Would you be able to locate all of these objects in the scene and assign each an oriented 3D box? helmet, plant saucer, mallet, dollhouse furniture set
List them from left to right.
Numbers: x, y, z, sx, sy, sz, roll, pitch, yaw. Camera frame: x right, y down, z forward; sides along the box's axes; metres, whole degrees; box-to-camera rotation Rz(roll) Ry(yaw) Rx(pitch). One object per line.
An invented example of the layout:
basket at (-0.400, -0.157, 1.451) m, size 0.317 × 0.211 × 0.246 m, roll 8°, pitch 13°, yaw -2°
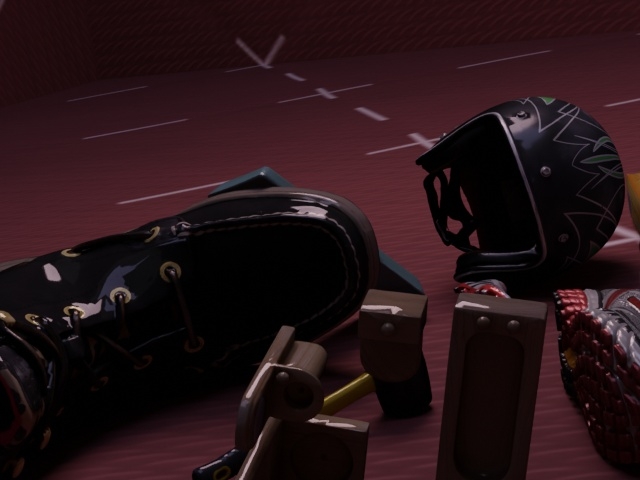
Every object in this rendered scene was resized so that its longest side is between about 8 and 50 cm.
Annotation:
mallet at (-0.001, 0.122, 0.979) m, size 0.190 × 0.062 × 0.039 m, roll -35°, pitch 23°, yaw -29°
plant saucer at (0.000, 0.000, 1.202) m, size 0.067 × 0.192 × 0.018 m, roll -19°, pitch 46°, yaw 43°
dollhouse furniture set at (0.035, 0.110, 0.803) m, size 0.151 × 0.144 × 0.123 m, roll 8°, pitch 21°, yaw 9°
helmet at (0.178, -0.044, 1.268) m, size 0.161 × 0.169 × 0.169 m, roll -22°, pitch 4°, yaw 32°

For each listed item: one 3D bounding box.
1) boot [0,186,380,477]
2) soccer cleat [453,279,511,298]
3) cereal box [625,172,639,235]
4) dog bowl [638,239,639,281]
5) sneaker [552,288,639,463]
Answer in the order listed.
boot at (-0.163, 0.072, 1.063) m, size 0.377 × 0.138 × 0.284 m, roll -9°, pitch 11°, yaw 19°
soccer cleat at (0.140, 0.045, 1.210) m, size 0.036 × 0.029 × 0.083 m, roll -19°, pitch 11°, yaw -20°
cereal box at (0.403, -0.038, 1.334) m, size 0.240 × 0.047 × 0.173 m, roll -8°, pitch 13°, yaw 7°
dog bowl at (0.375, -0.016, 0.981) m, size 0.349 × 0.102 × 0.349 m, roll 3°, pitch 9°, yaw -1°
sneaker at (0.202, 0.070, 0.924) m, size 0.093 × 0.088 × 0.225 m, roll -7°, pitch 13°, yaw 3°
